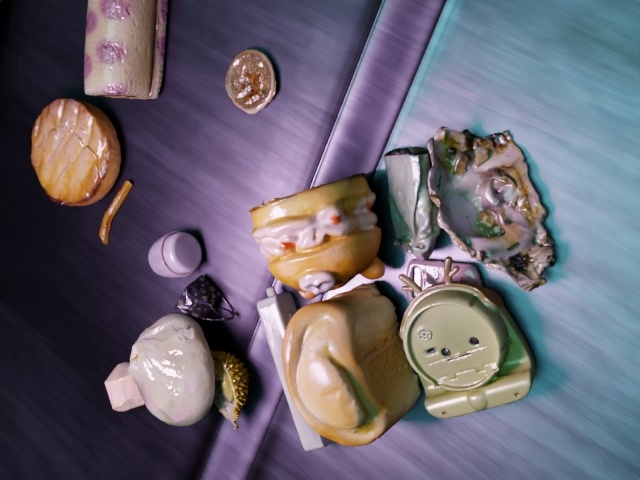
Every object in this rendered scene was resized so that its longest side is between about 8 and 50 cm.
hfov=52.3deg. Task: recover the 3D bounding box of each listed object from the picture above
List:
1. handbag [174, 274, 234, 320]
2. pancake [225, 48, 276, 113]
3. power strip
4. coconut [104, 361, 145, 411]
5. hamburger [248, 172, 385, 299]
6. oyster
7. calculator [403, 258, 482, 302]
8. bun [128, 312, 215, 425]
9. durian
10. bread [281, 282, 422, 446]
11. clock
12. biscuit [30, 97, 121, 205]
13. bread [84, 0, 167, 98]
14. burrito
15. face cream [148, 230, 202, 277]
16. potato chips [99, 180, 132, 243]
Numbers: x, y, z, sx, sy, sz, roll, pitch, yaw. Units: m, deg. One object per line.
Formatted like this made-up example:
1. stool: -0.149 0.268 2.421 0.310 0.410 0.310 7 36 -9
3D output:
1. handbag: -0.275 0.156 1.625 0.139 0.115 0.072 28 108 5
2. pancake: -0.163 -0.377 1.543 0.151 0.025 0.152 2 95 29
3. power strip: -0.056 0.290 1.518 0.062 0.091 0.386 -21 85 27
4. coconut: -0.523 0.390 1.768 0.116 0.116 0.122 -15 92 29
5. hamburger: 0.000 0.000 1.365 0.276 0.276 0.237 -16 93 29
6. oyster: 0.324 -0.059 1.277 0.201 0.107 0.355 -19 80 -6
7. calculator: 0.252 0.091 1.363 0.174 0.032 0.100 4 99 28
8. bun: -0.374 0.318 1.576 0.283 0.179 0.284 22 116 57
9. durian: -0.217 0.366 1.603 0.146 0.102 0.208 -7 96 57
10. bread: 0.046 0.271 1.373 0.211 0.270 0.316 -23 90 43
11. clock: 0.268 0.191 1.303 0.235 0.096 0.308 -25 94 30
12. biscuit: -0.667 -0.240 1.788 0.296 0.102 0.297 5 101 26
13. bread: -0.485 -0.522 1.613 0.155 0.187 0.339 11 102 25
14. burrito: 0.193 -0.078 1.341 0.089 0.144 0.229 -11 99 -16
15. face cream: -0.367 0.037 1.646 0.104 0.117 0.117 -16 87 37
16. potato chips: -0.566 -0.081 1.793 0.037 0.026 0.204 37 110 17
